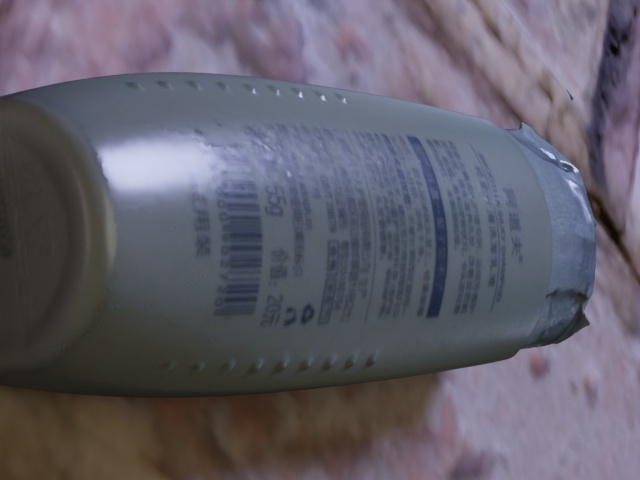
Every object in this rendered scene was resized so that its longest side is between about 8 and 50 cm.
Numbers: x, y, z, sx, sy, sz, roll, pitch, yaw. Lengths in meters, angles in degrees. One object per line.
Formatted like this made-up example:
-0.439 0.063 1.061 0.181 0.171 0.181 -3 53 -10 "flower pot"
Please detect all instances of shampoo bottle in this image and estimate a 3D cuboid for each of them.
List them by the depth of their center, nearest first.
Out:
0.000 0.000 0.470 0.212 0.049 0.072 4 75 -55 "shampoo bottle"
